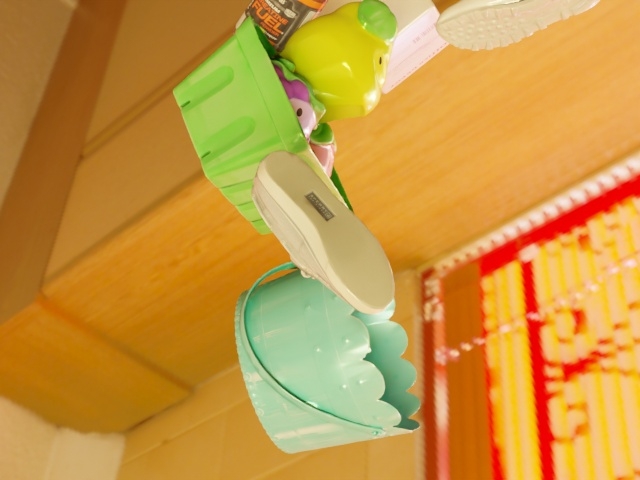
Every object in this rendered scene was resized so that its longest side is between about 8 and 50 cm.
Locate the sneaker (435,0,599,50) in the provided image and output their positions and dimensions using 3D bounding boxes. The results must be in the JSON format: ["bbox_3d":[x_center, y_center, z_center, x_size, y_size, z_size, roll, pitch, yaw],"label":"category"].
[{"bbox_3d":[0.270,-0.340,1.438,0.090,0.235,0.095,40,-141,-57],"label":"sneaker"}]

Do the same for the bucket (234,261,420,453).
[{"bbox_3d":[0.011,0.155,1.437,0.281,0.183,0.281,-19,-90,-78],"label":"bucket"}]

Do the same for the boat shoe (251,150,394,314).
[{"bbox_3d":[-0.001,0.000,1.210,0.079,0.081,0.227,-27,-107,-36],"label":"boat shoe"}]

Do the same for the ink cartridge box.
[{"bbox_3d":[0.125,-0.455,2.130,0.197,0.198,0.270,55,-169,12],"label":"ink cartridge box"}]

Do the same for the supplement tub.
[{"bbox_3d":[-0.055,-0.389,1.710,0.106,0.198,0.106,29,-152,-18],"label":"supplement tub"}]

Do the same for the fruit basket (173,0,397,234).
[{"bbox_3d":[-0.010,-0.211,1.667,0.392,0.392,0.283,6,-126,-50],"label":"fruit basket"}]
